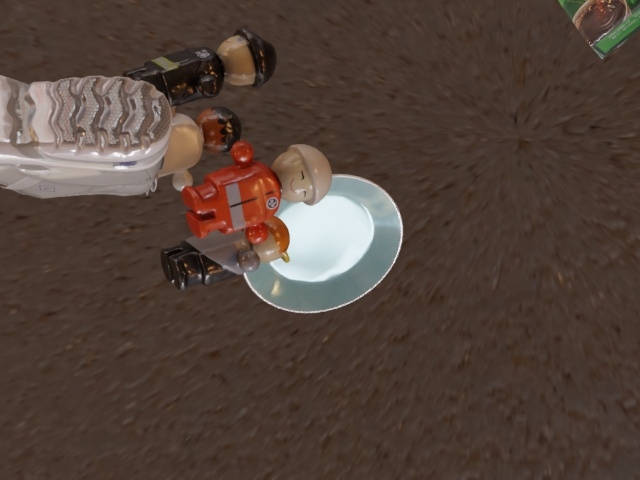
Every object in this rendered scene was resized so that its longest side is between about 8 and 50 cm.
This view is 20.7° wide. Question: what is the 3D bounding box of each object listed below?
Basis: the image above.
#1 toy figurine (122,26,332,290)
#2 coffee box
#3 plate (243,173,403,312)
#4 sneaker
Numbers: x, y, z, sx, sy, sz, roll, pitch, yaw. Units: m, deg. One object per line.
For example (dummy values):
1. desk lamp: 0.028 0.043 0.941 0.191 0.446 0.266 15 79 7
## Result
1. toy figurine: -0.096 -0.076 1.695 0.148 0.209 0.213 -20 69 -21
2. coffee box: 0.284 -0.288 1.813 0.113 0.040 0.184 -38 54 17
3. plate: 0.000 0.000 1.954 0.188 0.024 0.188 -8 127 -11
4. sneaker: -0.260 -0.072 1.408 0.281 0.115 0.105 8 55 3
